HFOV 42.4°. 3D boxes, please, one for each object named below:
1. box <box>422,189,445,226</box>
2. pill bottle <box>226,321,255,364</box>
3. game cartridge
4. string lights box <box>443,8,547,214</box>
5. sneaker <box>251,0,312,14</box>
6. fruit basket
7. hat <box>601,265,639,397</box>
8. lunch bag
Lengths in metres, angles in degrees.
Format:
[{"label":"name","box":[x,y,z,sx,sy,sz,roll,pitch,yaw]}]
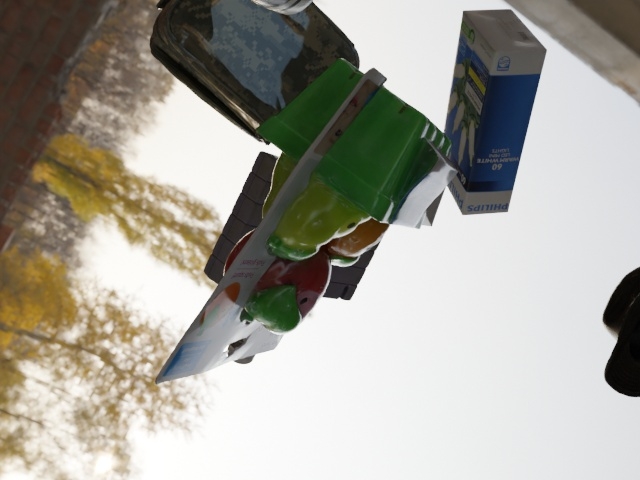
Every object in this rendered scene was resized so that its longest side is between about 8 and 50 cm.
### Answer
[{"label":"box","box":[0.221,-0.158,1.985,0.119,0.182,0.181,9,-117,29]},{"label":"pill bottle","box":[-0.160,0.205,1.829,0.078,0.078,0.137,-91,-162,-55]},{"label":"game cartridge","box":[-0.019,-0.017,1.414,0.068,0.355,0.230,30,-79,38]},{"label":"string lights box","box":[0.237,-0.179,1.172,0.133,0.076,0.260,-106,-164,-50]},{"label":"sneaker","box":[-0.114,-0.404,0.947,0.126,0.127,0.321,-44,-118,26]},{"label":"fruit basket","box":[0.000,0.000,0.882,0.353,0.165,0.327,-61,164,7]},{"label":"hat","box":[0.643,0.135,1.608,0.331,0.331,0.134,-56,-139,10]},{"label":"lunch bag","box":[-0.118,-0.302,1.335,0.213,0.305,0.256,-53,-159,-6]}]
